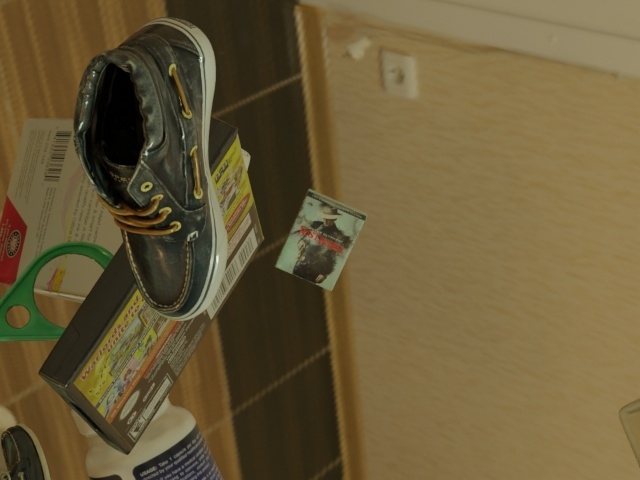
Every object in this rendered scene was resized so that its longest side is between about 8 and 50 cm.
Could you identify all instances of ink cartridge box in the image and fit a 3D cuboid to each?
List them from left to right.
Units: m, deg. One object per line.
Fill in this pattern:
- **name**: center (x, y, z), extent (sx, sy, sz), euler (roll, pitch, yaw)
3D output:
- **ink cartridge box**: center (-0.257, -0.029, 1.392), extent (0.131, 0.306, 0.226), euler (21, 79, -50)

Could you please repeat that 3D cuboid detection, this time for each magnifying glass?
- **magnifying glass**: center (-0.290, 0.075, 1.042), extent (0.231, 0.026, 0.092), euler (-26, 90, -15)

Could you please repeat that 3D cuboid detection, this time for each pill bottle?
- **pill bottle**: center (-0.209, 0.308, 1.441), extent (0.153, 0.153, 0.264), euler (-30, 101, -37)

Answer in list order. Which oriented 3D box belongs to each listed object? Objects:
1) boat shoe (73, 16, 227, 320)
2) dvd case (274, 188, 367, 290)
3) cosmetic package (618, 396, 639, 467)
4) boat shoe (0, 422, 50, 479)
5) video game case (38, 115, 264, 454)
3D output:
- **boat shoe**: center (-0.099, -0.027, 0.623), extent (0.083, 0.065, 0.183), euler (-47, 141, -60)
- **dvd case**: center (0.000, 0.000, 1.504), extent (0.013, 0.087, 0.119), euler (-75, -170, -72)
- **cosmetic package**: center (0.295, 0.122, 0.650), extent (0.296, 0.129, 0.153), euler (-3, 67, -61)
- **boat shoe**: center (-0.458, 0.392, 1.724), extent (0.079, 0.254, 0.095), euler (-8, 141, -29)
- **video game case**: center (-0.146, 0.052, 1.063), extent (0.275, 0.035, 0.248), euler (-59, 166, -19)
